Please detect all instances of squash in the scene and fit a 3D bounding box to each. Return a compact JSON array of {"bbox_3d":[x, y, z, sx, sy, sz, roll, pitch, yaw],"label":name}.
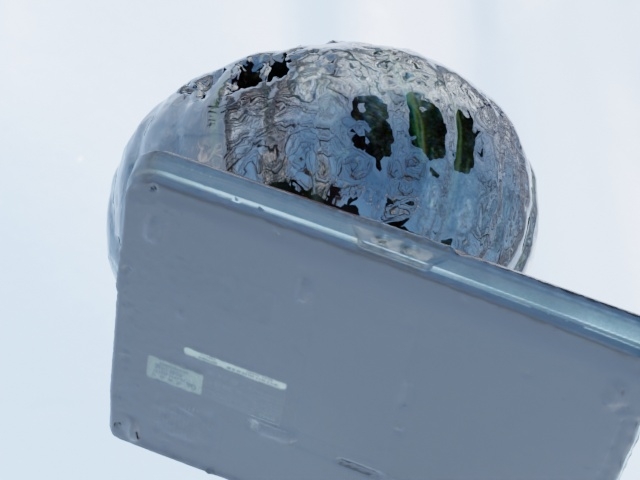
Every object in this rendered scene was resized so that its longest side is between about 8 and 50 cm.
[{"bbox_3d":[0.001,-0.005,0.703,0.193,0.193,0.156,13,45,-46],"label":"squash"}]

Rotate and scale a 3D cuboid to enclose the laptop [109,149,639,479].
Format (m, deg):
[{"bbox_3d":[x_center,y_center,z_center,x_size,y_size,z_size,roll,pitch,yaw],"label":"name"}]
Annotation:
[{"bbox_3d":[0.017,0.056,0.603,0.207,0.154,0.026,19,44,8],"label":"laptop"}]
